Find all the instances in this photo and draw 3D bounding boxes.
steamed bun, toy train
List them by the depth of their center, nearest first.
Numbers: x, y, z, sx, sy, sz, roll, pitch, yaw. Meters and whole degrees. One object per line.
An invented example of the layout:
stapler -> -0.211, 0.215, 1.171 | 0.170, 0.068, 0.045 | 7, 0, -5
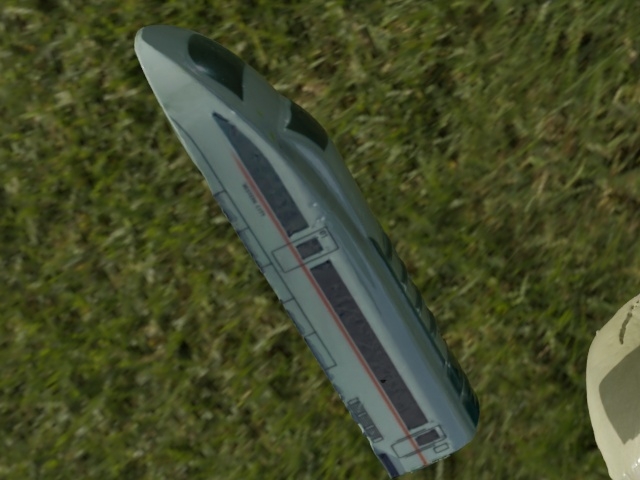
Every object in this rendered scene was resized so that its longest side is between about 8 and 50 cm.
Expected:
toy train -> 0.000, 0.000, 1.057 | 0.088, 0.086, 0.407 | -23, 119, 16
steamed bun -> 0.331, 0.138, 1.239 | 0.170, 0.239, 0.152 | 33, 115, -14
